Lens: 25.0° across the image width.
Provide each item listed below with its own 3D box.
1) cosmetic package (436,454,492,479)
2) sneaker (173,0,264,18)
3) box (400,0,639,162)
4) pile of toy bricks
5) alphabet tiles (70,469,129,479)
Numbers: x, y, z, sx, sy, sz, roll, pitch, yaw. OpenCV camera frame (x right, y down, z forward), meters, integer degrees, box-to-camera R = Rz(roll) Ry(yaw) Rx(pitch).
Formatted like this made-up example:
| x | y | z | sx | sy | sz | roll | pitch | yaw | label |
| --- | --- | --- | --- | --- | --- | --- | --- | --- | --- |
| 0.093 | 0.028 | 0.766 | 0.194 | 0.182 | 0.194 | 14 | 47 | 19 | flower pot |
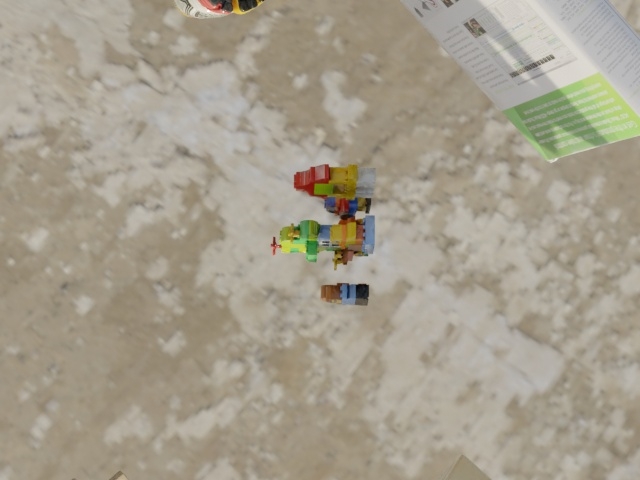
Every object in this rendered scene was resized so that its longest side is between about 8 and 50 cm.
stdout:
| x | y | z | sx | sy | sz | roll | pitch | yaw | label |
| --- | --- | --- | --- | --- | --- | --- | --- | --- | --- |
| 0.148 | 0.361 | 1.557 | 0.113 | 0.160 | 0.309 | -50 | 174 | 16 | cosmetic package |
| -0.059 | -0.286 | 1.404 | 0.225 | 0.092 | 0.088 | -37 | 108 | -35 | sneaker |
| 0.161 | -0.214 | 1.299 | 0.058 | 0.232 | 0.322 | -44 | 98 | -12 | box |
| 0.000 | 0.000 | 1.510 | 0.105 | 0.212 | 0.118 | 1 | 71 | -1 | pile of toy bricks |
| -0.275 | 0.342 | 1.478 | 0.237 | 0.009 | 0.198 | -39 | 142 | -13 | alphabet tiles |
